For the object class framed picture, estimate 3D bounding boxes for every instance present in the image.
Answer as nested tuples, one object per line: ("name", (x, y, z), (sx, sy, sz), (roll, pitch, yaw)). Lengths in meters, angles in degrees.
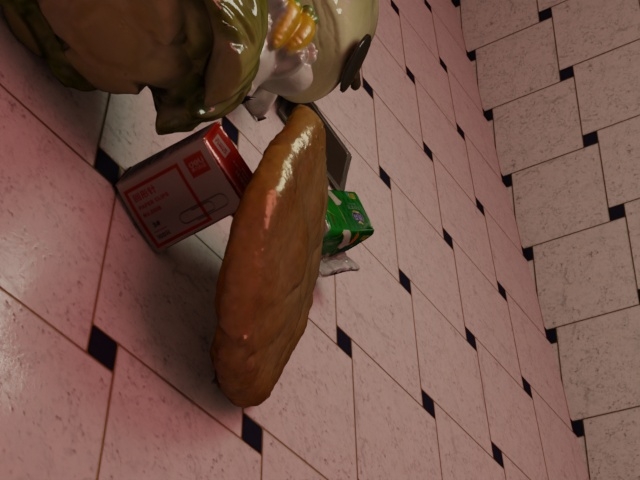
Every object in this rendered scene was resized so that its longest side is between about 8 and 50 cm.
("framed picture", (-0.011, -0.241, 2.456), (0.252, 0.014, 0.197), (53, 25, -23))

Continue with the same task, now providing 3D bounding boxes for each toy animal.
("toy animal", (-0.118, -0.353, 2.090), (0.310, 0.247, 0.183), (-21, 86, -61))

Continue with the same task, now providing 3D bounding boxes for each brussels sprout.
("brussels sprout", (-0.255, -0.389, 1.642), (0.425, 0.342, 0.361), (36, 44, -6))

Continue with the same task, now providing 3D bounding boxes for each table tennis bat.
("table tennis bat", (0.075, -0.374, 2.355), (0.022, 0.131, 0.234), (29, -8, 7))

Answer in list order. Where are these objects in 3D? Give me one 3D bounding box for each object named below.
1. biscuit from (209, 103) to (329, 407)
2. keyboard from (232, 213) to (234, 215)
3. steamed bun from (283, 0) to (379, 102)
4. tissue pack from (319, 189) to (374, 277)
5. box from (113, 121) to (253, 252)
("biscuit", (-0.065, 0.038, 1.673), (0.446, 0.104, 0.429), (-62, 162, -62))
("keyboard", (-0.175, -0.077, 1.939), (0.155, 0.010, 0.053), (37, 35, -46))
("steamed bun", (-0.048, -0.563, 2.367), (0.456, 0.290, 0.371), (58, 25, -15))
("tissue pack", (-0.001, 0.001, 2.041), (0.209, 0.148, 0.156), (-1, 64, -65))
("box", (-0.206, -0.081, 1.665), (0.133, 0.182, 0.099), (60, 22, -16))
